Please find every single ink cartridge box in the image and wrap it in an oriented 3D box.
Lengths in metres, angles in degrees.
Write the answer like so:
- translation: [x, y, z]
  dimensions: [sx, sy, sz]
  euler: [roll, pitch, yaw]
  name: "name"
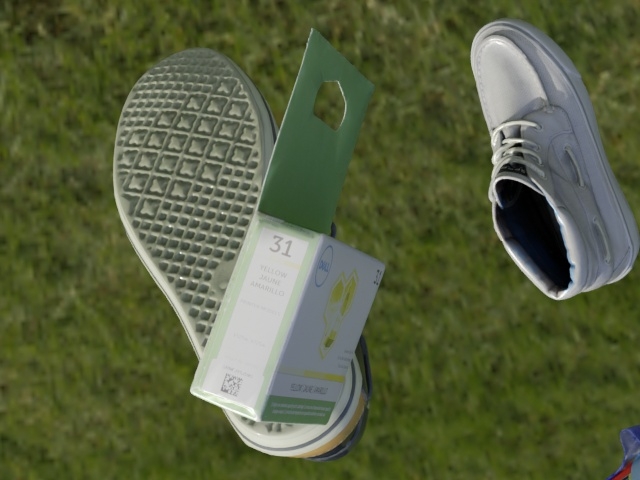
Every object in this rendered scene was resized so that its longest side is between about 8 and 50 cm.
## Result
- translation: [0.000, 0.000, 1.059]
  dimensions: [0.056, 0.235, 0.171]
  euler: [20, 178, 16]
  name: "ink cartridge box"

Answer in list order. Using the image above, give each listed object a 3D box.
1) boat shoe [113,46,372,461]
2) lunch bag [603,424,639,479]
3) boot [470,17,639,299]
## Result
- translation: [-0.078, 0.014, 1.673]
  dimensions: [0.187, 0.500, 0.156]
  euler: [-28, 148, 6]
  name: "boat shoe"
- translation: [0.313, 0.285, 1.358]
  dimensions: [0.138, 0.293, 0.221]
  euler: [0, 146, -39]
  name: "lunch bag"
- translation: [0.187, -0.074, 1.433]
  dimensions: [0.095, 0.258, 0.123]
  euler: [-32, 173, 35]
  name: "boot"
